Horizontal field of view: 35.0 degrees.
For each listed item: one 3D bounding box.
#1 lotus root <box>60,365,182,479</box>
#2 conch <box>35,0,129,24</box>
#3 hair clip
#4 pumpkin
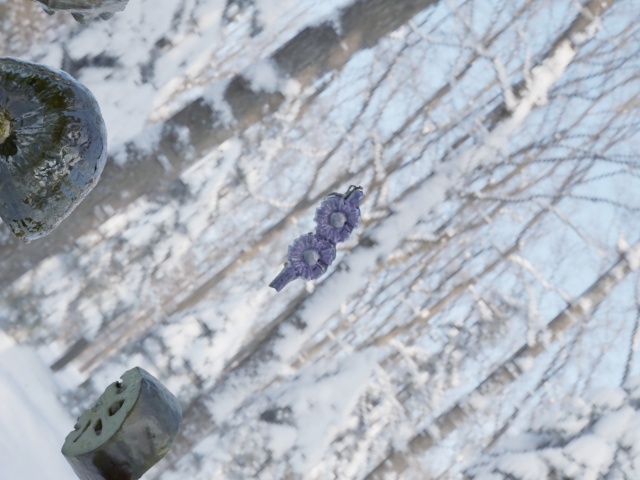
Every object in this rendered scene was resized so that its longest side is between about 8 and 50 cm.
[{"bbox_3d":[-0.357,0.351,1.857,0.138,0.235,0.119,13,-34,51],"label":"lotus root"},{"bbox_3d":[-0.399,-0.441,1.453,0.297,0.210,0.352,62,-8,-13],"label":"conch"},{"bbox_3d":[0.000,0.000,2.184,0.106,0.292,0.084,39,2,-8],"label":"hair clip"},{"bbox_3d":[-0.480,-0.185,1.681,0.325,0.232,0.242,57,-3,15],"label":"pumpkin"}]
